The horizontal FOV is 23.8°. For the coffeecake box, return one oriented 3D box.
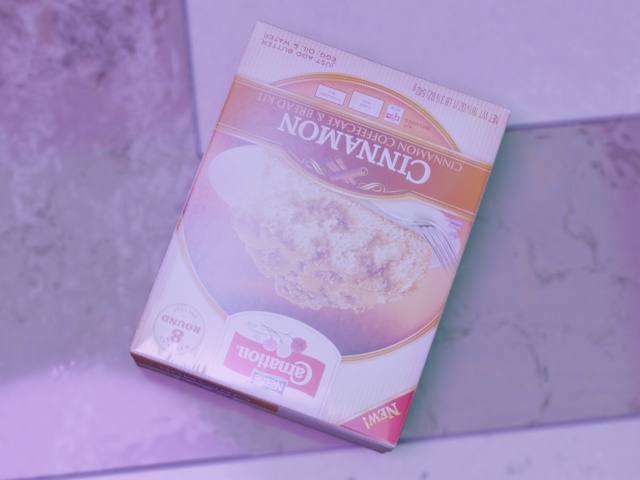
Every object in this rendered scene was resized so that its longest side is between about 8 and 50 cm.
[{"bbox_3d":[0.000,0.000,0.795,0.142,0.068,0.185,20,79,1],"label":"coffeecake box"}]
